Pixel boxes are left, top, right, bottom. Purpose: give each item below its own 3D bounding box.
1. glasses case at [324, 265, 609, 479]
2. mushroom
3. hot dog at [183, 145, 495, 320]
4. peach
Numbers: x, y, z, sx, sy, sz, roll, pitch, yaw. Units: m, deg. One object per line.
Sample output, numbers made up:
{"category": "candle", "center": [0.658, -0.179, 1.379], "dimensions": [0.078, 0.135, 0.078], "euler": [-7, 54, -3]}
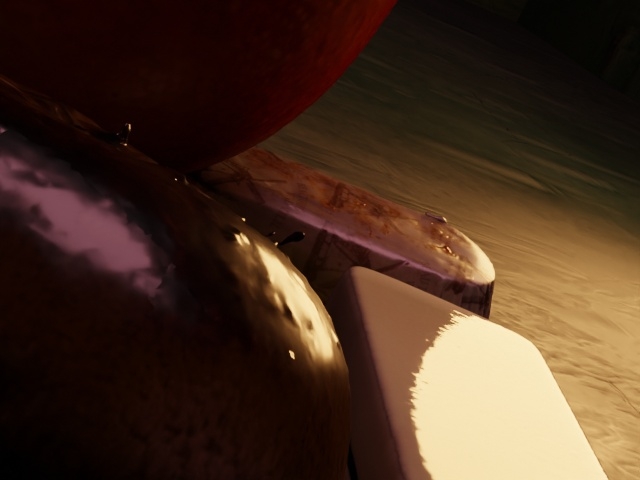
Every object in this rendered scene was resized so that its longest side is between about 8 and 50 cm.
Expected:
{"category": "glasses case", "center": [0.068, 0.111, 0.794], "dimensions": [0.131, 0.070, 0.313], "euler": [23, 15, -12]}
{"category": "mushroom", "center": [-0.120, 0.022, 0.605], "dimensions": [0.297, 0.163, 0.278], "euler": [30, 15, 6]}
{"category": "hot dog", "center": [0.000, 0.000, 1.068], "dimensions": [0.252, 0.069, 0.131], "euler": [23, 24, -3]}
{"category": "peach", "center": [-0.119, -0.210, 0.950], "dimensions": [0.388, 0.388, 0.388], "euler": [25, 15, -7]}
